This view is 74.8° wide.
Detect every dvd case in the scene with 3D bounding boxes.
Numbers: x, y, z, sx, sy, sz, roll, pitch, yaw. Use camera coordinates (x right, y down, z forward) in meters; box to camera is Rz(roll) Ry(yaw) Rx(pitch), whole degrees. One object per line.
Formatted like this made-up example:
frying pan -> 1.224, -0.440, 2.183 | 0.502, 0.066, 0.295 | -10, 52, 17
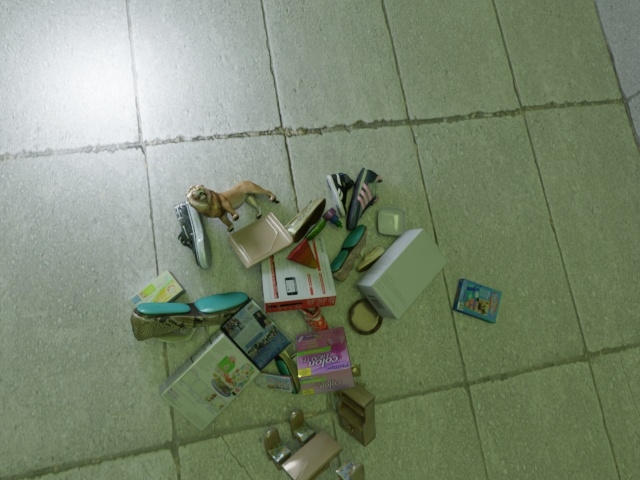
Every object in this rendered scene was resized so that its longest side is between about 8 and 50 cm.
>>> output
dvd case -> -0.269, 0.391, 1.748 | 0.180, 0.022, 0.253 | -42, 92, -1

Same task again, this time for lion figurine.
lion figurine -> -0.392, -0.189, 1.894 | 0.240, 0.142, 0.392 | 46, 44, 17

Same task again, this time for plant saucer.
plant saucer -> 0.207, 0.354, 1.946 | 0.168, 0.029, 0.169 | 2, 78, -8

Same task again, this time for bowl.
bowl -> 0.343, -0.090, 2.041 | 0.142, 0.053, 0.142 | 4, 79, -7

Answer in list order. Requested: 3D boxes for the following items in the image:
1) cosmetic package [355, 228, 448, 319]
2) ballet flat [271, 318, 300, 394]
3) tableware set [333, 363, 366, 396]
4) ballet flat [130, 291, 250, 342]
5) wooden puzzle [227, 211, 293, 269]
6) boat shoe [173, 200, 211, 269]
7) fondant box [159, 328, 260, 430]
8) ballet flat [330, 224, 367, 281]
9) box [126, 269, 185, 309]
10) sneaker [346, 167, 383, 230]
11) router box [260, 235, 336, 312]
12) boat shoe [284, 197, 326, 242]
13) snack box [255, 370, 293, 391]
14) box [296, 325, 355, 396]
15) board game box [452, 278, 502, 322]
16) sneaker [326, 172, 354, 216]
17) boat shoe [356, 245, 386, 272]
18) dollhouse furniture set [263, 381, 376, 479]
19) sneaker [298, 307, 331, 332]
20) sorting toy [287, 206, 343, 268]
cosmetic package -> 0.375, 0.146, 1.913 | 0.385, 0.156, 0.217 | -43, 104, -20
ballet flat -> -0.159, 0.495, 1.823 | 0.123, 0.123, 0.349 | -32, 86, -13
tableware set -> 0.123, 0.632, 1.884 | 0.168, 0.020, 0.141 | 0, 81, -10
ballet flat -> -0.533, 0.329, 1.753 | 0.482, 0.164, 0.182 | -4, 111, -31
wooden puzzle -> -0.266, 0.001, 1.852 | 0.238, 0.044, 0.221 | -32, 53, -12
boat shoe -> -0.571, -0.019, 1.863 | 0.119, 0.121, 0.336 | -17, 71, -4
fondant box -> -0.453, 0.573, 1.728 | 0.330, 0.096, 0.238 | -43, 110, -13
ballet flat -> 0.142, 0.065, 1.952 | 0.106, 0.107, 0.316 | 53, 58, -28
box -> -0.694, 0.235, 1.787 | 0.203, 0.103, 0.114 | -40, 87, -14
sneaker -> 0.215, -0.187, 2.012 | 0.131, 0.112, 0.319 | 19, 81, -11
router box -> -0.109, 0.139, 1.832 | 0.300, 0.082, 0.336 | -4, 50, -9
boat shoe -> -0.072, -0.111, 1.933 | 0.089, 0.105, 0.285 | 24, 51, 23
snack box -> -0.199, 0.599, 1.780 | 0.178, 0.022, 0.064 | -1, 99, 26
box -> 0.016, 0.499, 1.751 | 0.213, 0.243, 0.117 | -11, 121, 2
board game box -> 0.763, 0.294, 2.035 | 0.210, 0.047, 0.160 | 20, 76, -4
sneaker -> 0.119, -0.230, 2.018 | 0.121, 0.079, 0.217 | -17, 82, -11
boat shoe -> 0.234, 0.086, 1.991 | 0.170, 0.063, 0.059 | -35, 63, -13
dollhouse furniture set -> 0.029, 0.768, 1.642 | 0.394, 0.362, 0.257 | -27, 124, -35
sneaker -> -0.021, 0.353, 1.850 | 0.090, 0.145, 0.270 | -33, 86, -13
sorting toy -> 0.000, 0.000, 1.863 | 0.126, 0.127, 0.366 | 45, 50, -7
